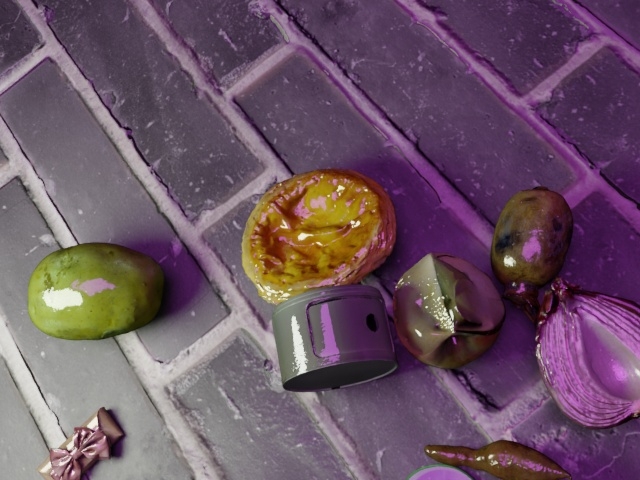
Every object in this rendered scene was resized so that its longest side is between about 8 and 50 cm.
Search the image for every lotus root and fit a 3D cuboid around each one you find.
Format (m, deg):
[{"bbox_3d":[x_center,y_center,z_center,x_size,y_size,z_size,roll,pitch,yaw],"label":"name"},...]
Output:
[{"bbox_3d":[0.401,0.026,1.419,0.154,0.154,0.278,11,75,18],"label":"lotus root"}]

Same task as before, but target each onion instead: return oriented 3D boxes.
[{"bbox_3d":[0.499,0.195,1.343,0.227,0.120,0.283,-26,75,2],"label":"onion"}]

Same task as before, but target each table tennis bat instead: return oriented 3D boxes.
[{"bbox_3d":[0.182,0.499,1.372,0.257,0.039,0.160,0,69,12],"label":"table tennis bat"}]

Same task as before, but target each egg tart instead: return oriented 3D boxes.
[{"bbox_3d":[0.001,-0.001,1.535,0.342,0.132,0.341,-9,58,14],"label":"egg tart"}]

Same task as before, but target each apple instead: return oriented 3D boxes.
[{"bbox_3d":[0.245,0.137,1.411,0.207,0.173,0.188,-25,47,8],"label":"apple"}]

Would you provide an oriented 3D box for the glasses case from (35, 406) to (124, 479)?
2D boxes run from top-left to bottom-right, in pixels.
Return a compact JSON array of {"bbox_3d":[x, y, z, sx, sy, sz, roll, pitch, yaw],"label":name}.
[{"bbox_3d":[-0.512,0.456,1.554,0.193,0.070,0.102,-44,67,-3],"label":"glasses case"}]

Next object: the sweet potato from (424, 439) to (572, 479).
[{"bbox_3d":[0.327,0.403,1.350,0.270,0.075,0.074,2,71,27],"label":"sweet potato"}]

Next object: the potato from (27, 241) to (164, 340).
[{"bbox_3d":[-0.495,0.113,1.601,0.305,0.216,0.215,-1,71,18],"label":"potato"}]

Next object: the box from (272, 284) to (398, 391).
[{"bbox_3d":[0.025,0.193,1.417,0.226,0.226,0.149,-15,68,10],"label":"box"}]
